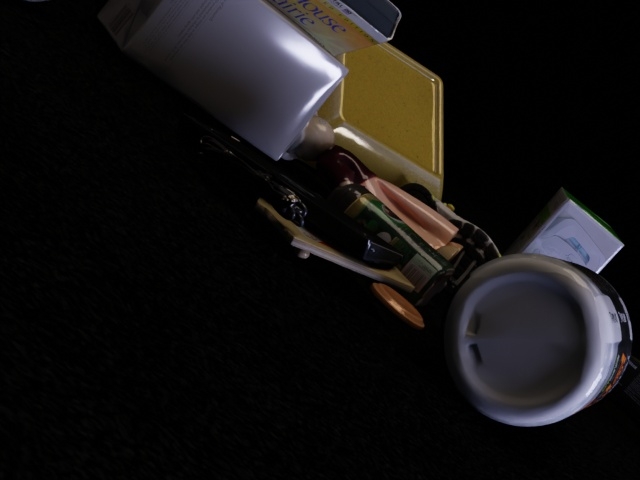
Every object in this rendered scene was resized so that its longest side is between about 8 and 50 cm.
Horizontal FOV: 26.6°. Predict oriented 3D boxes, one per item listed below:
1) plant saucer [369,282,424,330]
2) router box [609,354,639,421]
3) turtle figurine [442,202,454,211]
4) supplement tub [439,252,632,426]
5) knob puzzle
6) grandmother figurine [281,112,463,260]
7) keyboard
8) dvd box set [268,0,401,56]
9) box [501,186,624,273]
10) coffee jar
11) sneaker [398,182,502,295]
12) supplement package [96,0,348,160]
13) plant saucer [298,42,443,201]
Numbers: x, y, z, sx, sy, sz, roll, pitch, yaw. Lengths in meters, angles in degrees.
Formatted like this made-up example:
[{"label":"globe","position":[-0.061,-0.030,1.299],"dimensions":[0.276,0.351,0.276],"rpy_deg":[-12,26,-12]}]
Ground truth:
[{"label":"plant saucer","position":[0.096,0.079,1.668],"dimensions":[0.083,0.013,0.083],"rpy_deg":[38,10,-8]},{"label":"router box","position":[0.663,0.347,2.388],"dimensions":[0.243,0.081,0.309],"rpy_deg":[31,12,-48]},{"label":"turtle figurine","position":[0.147,-0.096,2.433],"dimensions":[0.270,0.087,0.217],"rpy_deg":[21,38,-32]},{"label":"supplement tub","position":[0.266,0.116,1.610],"dimensions":[0.193,0.193,0.316],"rpy_deg":[42,11,16]},{"label":"knob puzzle","position":[0.000,0.000,1.590],"dimensions":[0.213,0.030,0.213],"rpy_deg":[27,12,-6]},{"label":"grandmother figurine","position":[0.065,-0.080,2.043],"dimensions":[0.342,0.104,0.208],"rpy_deg":[43,1,6]},{"label":"keyboard","position":[-0.053,-0.062,1.582],"dimensions":[0.317,0.033,0.201],"rpy_deg":[34,6,30]},{"label":"dvd box set","position":[-0.121,-0.376,2.107],"dimensions":[0.308,0.062,0.420],"rpy_deg":[34,-25,-33]},{"label":"box","position":[0.380,0.039,2.288],"dimensions":[0.127,0.231,0.262],"rpy_deg":[40,9,2]},{"label":"coffee jar","position":[0.082,0.005,1.757],"dimensions":[0.184,0.079,0.096],"rpy_deg":[43,11,14]},{"label":"sneaker","position":[0.221,0.018,2.167],"dimensions":[0.121,0.111,0.300],"rpy_deg":[36,11,-44]},{"label":"supplement package","position":[-0.140,-0.281,1.937],"dimensions":[0.293,0.175,0.177],"rpy_deg":[34,9,-31]},{"label":"plant saucer","position":[0.100,-0.224,2.303],"dimensions":[0.333,0.081,0.332],"rpy_deg":[29,48,-32]}]
